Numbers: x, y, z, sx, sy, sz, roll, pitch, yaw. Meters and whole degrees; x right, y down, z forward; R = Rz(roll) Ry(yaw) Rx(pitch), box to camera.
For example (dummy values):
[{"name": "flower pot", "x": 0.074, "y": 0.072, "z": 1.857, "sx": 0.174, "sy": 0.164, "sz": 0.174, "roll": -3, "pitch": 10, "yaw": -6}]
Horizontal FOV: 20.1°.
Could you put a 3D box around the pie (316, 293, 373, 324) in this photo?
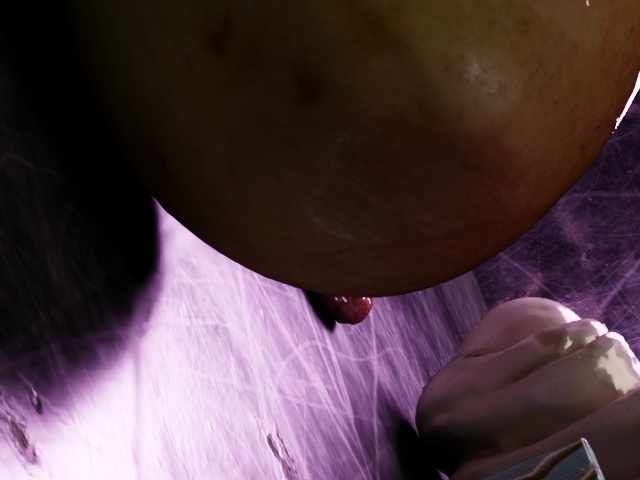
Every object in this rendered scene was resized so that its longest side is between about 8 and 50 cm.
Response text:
[{"name": "pie", "x": 0.000, "y": 0.000, "z": 1.464, "sx": 0.154, "sy": 0.036, "sz": 0.154, "roll": 62, "pitch": 9, "yaw": -18}]

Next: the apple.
[{"name": "apple", "x": 0.011, "y": -0.142, "z": 1.009, "sx": 0.305, "sy": 0.338, "sz": 0.338, "roll": 42, "pitch": 16, "yaw": -19}]

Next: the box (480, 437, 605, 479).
[{"name": "box", "x": 0.140, "y": 0.261, "z": 1.156, "sx": 0.041, "sy": 0.162, "sz": 0.229, "roll": 50, "pitch": 17, "yaw": -63}]

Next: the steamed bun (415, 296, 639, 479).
[{"name": "steamed bun", "x": 0.230, "y": 0.233, "z": 1.583, "sx": 0.352, "sy": 0.247, "sz": 0.339, "roll": 45, "pitch": -2, "yaw": -19}]
